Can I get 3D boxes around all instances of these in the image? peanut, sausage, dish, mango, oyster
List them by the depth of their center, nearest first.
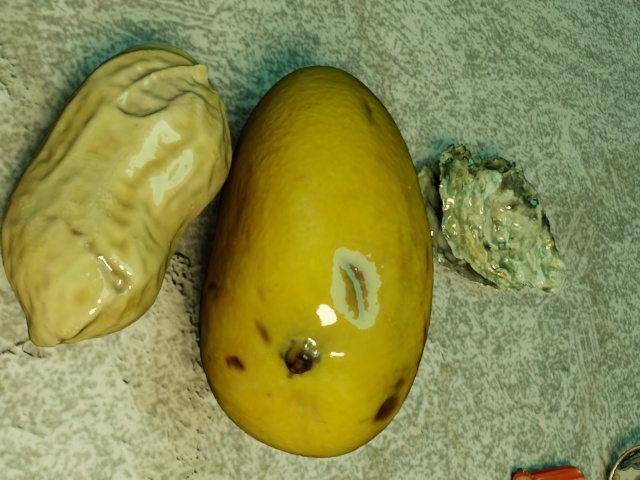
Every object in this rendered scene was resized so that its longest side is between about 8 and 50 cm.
[{"bbox_3d":[-0.185,-0.045,0.859,0.174,0.158,0.340,19,59,12],"label":"peanut"},{"bbox_3d":[0.000,0.000,0.950,0.220,0.301,0.445,5,46,1],"label":"mango"},{"bbox_3d":[0.237,-0.029,1.273,0.267,0.112,0.198,13,69,-43],"label":"oyster"},{"bbox_3d":[0.319,0.330,1.282,0.145,0.048,0.050,4,36,-42],"label":"sausage"},{"bbox_3d":[0.491,0.368,1.410,0.141,0.078,0.141,0,89,-2],"label":"dish"}]
